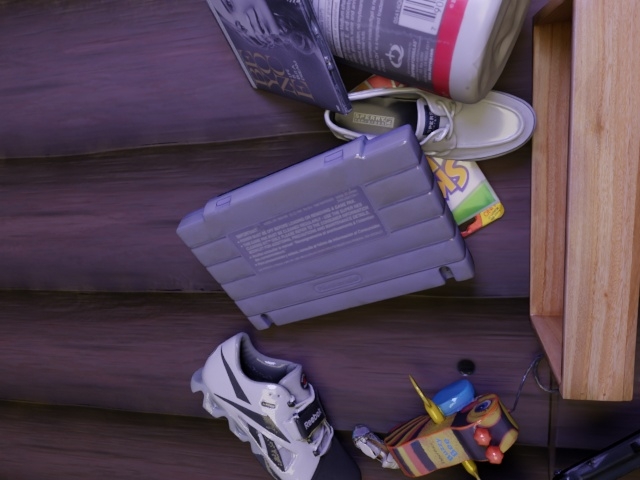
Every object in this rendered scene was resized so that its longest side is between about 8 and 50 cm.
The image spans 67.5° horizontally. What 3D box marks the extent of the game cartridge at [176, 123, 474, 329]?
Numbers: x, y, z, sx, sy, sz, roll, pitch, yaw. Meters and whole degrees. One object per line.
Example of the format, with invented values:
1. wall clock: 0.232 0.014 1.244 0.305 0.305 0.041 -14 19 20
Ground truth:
1. game cartridge: 0.000 0.000 0.661 0.355 0.068 0.230 -18 118 26

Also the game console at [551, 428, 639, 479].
1. game console: 0.350 0.350 0.679 0.362 0.213 0.043 -31 51 5

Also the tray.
1. tray: 0.294 -0.056 0.543 0.076 0.203 0.410 -3 105 14

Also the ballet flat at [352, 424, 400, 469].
1. ballet flat: 0.101 0.354 0.797 0.114 0.041 0.041 33 111 4

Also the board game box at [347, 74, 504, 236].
1. board game box: 0.135 -0.112 0.662 0.124 0.039 0.259 -32 98 20

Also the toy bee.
1. toy bee: 0.202 0.258 0.676 0.195 0.162 0.298 37 109 15

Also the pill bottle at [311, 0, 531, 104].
1. pill bottle: 0.061 -0.285 0.542 0.319 0.176 0.176 26 111 21

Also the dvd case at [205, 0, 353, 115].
1. dvd case: -0.063 -0.240 0.571 0.018 0.221 0.164 -42 133 -14

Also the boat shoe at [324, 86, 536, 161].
1. boat shoe: 0.132 -0.142 0.591 0.259 0.084 0.095 2 104 13

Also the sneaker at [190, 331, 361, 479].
1. sneaker: -0.049 0.281 0.772 0.331 0.122 0.146 39 113 1
